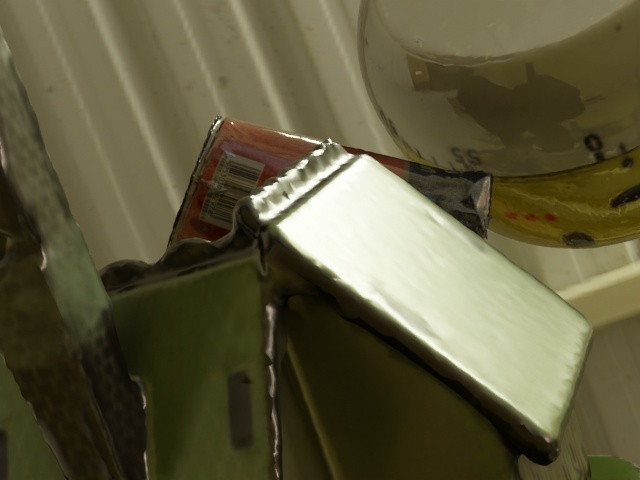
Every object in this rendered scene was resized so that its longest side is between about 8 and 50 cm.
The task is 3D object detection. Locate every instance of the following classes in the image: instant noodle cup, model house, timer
[{"bbox_3d":[-0.001,0.002,0.608,0.135,0.127,0.127,20,-78,-3],"label":"instant noodle cup"},{"bbox_3d":[-0.025,0.031,0.440,0.204,0.218,0.279,-19,-82,21],"label":"model house"},{"bbox_3d":[0.178,-0.100,0.806,0.285,0.285,0.285,1,-81,9],"label":"timer"}]
